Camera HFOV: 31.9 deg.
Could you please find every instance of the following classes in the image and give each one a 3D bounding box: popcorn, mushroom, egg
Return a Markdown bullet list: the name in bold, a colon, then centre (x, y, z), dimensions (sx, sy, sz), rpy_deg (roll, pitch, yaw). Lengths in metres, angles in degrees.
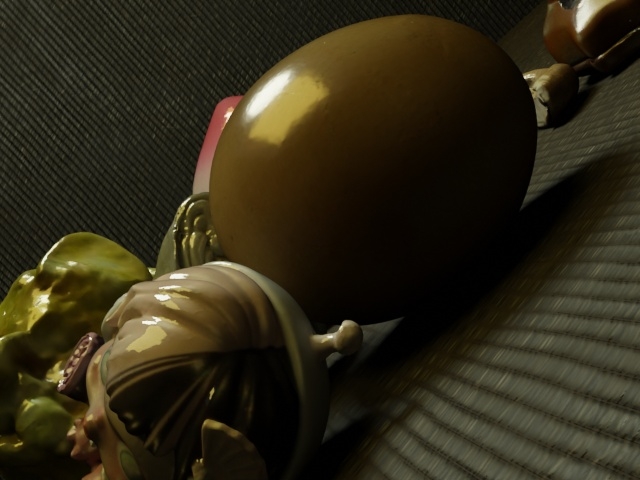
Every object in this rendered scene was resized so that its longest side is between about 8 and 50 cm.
- **popcorn**: centre (-0.288, 0.176, 1.354), dimensions (0.334, 0.292, 0.293), rpy_deg (-81, 10, -55)
- **mushroom**: centre (0.325, -0.212, 1.616), dimensions (0.094, 0.072, 0.210), rpy_deg (-44, 9, -3)
- **egg**: centre (0.062, -0.076, 1.183), dimensions (0.374, 0.301, 0.301), rpy_deg (-31, 3, -13)

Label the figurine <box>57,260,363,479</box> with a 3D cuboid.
- **figurine**: centre (-0.127, 0.151, 1.068), dimensions (0.211, 0.253, 0.361), rpy_deg (-26, -12, -31)

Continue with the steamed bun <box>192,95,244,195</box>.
- **steamed bun**: centre (-0.086, -0.108, 1.845), dimensions (0.309, 0.309, 0.309), rpy_deg (-41, 5, 5)

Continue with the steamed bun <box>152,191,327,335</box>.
- **steamed bun**: centre (-0.109, 0.073, 1.290), dimensions (0.144, 0.211, 0.218), rpy_deg (-28, -30, 35)

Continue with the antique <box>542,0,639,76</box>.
- **antique**: centre (0.425, -0.340, 1.632), dimensions (0.223, 0.129, 0.278), rpy_deg (-36, 9, 30)
